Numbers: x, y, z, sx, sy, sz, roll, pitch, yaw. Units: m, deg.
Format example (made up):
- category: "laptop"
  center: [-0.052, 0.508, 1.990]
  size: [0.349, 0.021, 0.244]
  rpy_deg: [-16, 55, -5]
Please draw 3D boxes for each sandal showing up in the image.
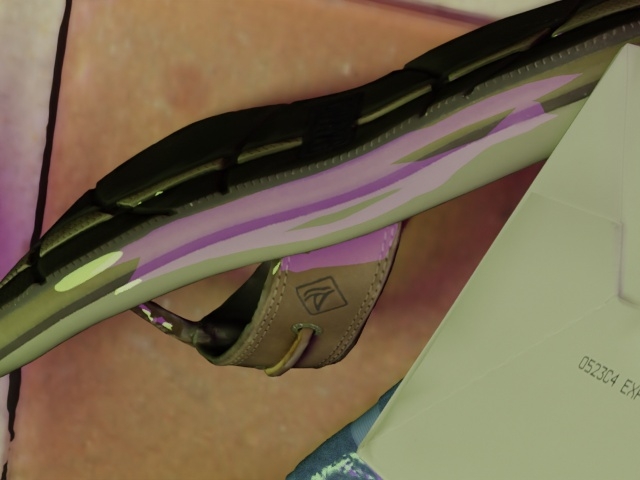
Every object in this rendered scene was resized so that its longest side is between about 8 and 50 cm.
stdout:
- category: "sandal"
  center: [0.001, 0.000, 0.522]
  size: [0.302, 0.120, 0.086]
  rpy_deg: [-18, 109, 20]

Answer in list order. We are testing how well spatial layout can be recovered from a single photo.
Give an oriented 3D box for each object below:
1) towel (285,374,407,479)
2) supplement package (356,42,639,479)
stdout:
- category: "towel"
  center: [0.042, 0.084, 0.568]
  size: [0.119, 0.029, 0.067]
  rpy_deg: [-41, 87, 22]
- category: "supplement package"
  center: [0.155, 0.071, 0.386]
  size: [0.203, 0.194, 0.149]
  rpy_deg: [34, 90, -22]
